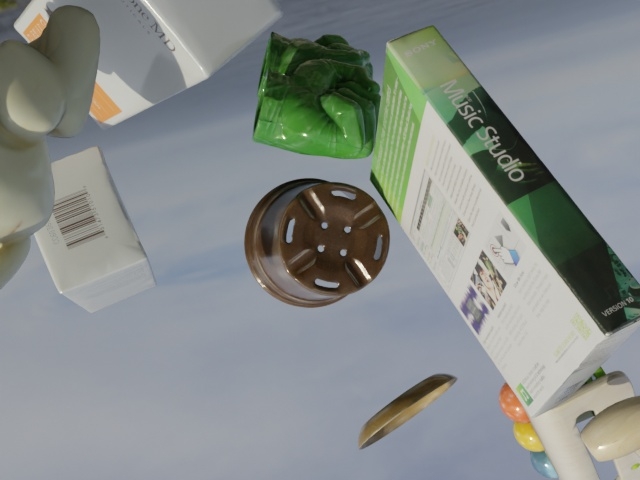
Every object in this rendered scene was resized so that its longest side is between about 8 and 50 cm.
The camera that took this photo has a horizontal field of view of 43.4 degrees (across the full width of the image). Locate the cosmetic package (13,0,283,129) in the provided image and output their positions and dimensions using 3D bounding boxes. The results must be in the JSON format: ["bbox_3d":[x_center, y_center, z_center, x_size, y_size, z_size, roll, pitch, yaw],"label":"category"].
[{"bbox_3d":[-0.275,-0.327,1.190,0.161,0.230,0.453,-47,-159,-24],"label":"cosmetic package"}]

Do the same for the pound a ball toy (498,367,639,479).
[{"bbox_3d":[0.294,0.218,0.911,0.136,0.319,0.208,-28,-136,7],"label":"pound a ball toy"}]

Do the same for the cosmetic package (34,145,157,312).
[{"bbox_3d":[-0.412,-0.004,1.461,0.156,0.217,0.385,-23,176,-11],"label":"cosmetic package"}]

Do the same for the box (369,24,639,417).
[{"bbox_3d":[0.155,-0.011,0.758,0.059,0.322,0.232,-27,156,-14],"label":"box"}]

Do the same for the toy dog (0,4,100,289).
[{"bbox_3d":[-0.494,-0.138,0.841,0.285,0.395,0.408,-2,170,35],"label":"toy dog"}]

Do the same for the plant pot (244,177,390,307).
[{"bbox_3d":[0.000,0.000,0.944,0.167,0.166,0.165,-16,-179,-10],"label":"plant pot"}]

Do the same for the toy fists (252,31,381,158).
[{"bbox_3d":[0.001,-0.179,0.954,0.142,0.096,0.279,13,-153,-10],"label":"toy fists"}]

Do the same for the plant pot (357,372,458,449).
[{"bbox_3d":[0.163,0.325,1.559,0.236,0.032,0.236,-33,161,-12],"label":"plant pot"}]
